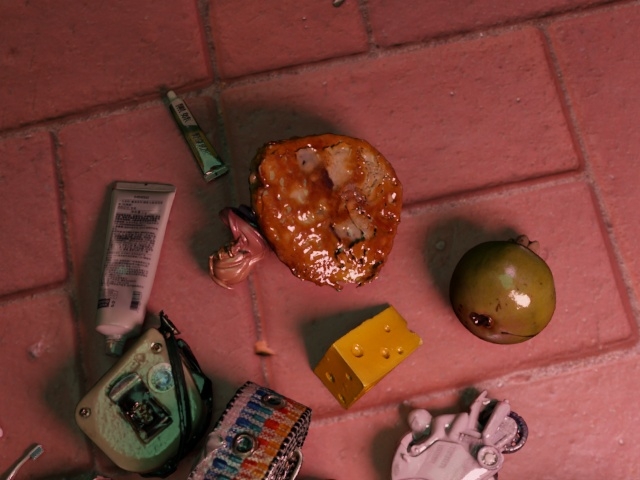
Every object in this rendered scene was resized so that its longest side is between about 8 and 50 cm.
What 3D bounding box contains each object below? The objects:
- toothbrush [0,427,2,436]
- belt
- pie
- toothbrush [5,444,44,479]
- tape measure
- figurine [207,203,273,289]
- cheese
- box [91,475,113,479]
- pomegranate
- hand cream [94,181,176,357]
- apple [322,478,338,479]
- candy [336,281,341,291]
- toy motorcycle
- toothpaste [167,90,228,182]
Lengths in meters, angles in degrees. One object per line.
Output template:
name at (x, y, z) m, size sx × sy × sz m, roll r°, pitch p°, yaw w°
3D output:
toothbrush at (-0.648, 0.205, 1.446) m, size 0.025 × 0.030 × 0.342 m, roll -32°, pitch 75°, yaw -2°
belt at (-0.115, 0.361, 1.273) m, size 0.150 × 0.207 × 0.258 m, roll 22°, pitch 67°, yaw 13°
pie at (0.020, -0.061, 1.416) m, size 0.308 × 0.085 × 0.308 m, roll 6°, pitch 76°, yaw -24°
toothbrush at (-0.551, 0.429, 1.377) m, size 0.204 × 0.017 × 0.022 m, roll -46°, pitch 56°, yaw -11°
tape measure at (-0.274, 0.271, 1.359) m, size 0.207 × 0.115 × 0.235 m, roll 40°, pitch 79°, yaw 16°
figurine at (-0.141, 0.009, 1.434) m, size 0.114 × 0.126 × 0.157 m, roll 3°, pitch 64°, yaw 50°
cheese at (0.091, 0.190, 1.388) m, size 0.171 × 0.126 × 0.093 m, roll -34°, pitch 74°, yaw -29°
box at (-0.377, 0.541, 1.288) m, size 0.203 × 0.106 × 0.252 m, roll -31°, pitch 74°, yaw -8°
pomegranate at (0.314, 0.067, 1.353) m, size 0.179 × 0.179 × 0.211 m, roll 21°, pitch 74°, yaw 10°
hand cream at (-0.347, 0.047, 1.468) m, size 0.124 × 0.078 × 0.341 m, roll 3°, pitch 65°, yaw 5°
apple at (0.016, 0.442, 1.292) m, size 0.099 × 0.102 × 0.114 m, roll -13°, pitch 73°, yaw -2°
candy at (0.000, 0.000, 1.467) m, size 0.060 × 0.060 × 0.201 m, roll -20°, pitch 80°, yaw -3°
toy motorcycle at (0.205, 0.340, 1.316) m, size 0.260 × 0.110 × 0.171 m, roll -37°, pitch 62°, yaw -13°
toothpaste at (-0.244, -0.204, 1.550) m, size 0.049 × 0.031 × 0.204 m, roll -29°, pitch 76°, yaw -5°
